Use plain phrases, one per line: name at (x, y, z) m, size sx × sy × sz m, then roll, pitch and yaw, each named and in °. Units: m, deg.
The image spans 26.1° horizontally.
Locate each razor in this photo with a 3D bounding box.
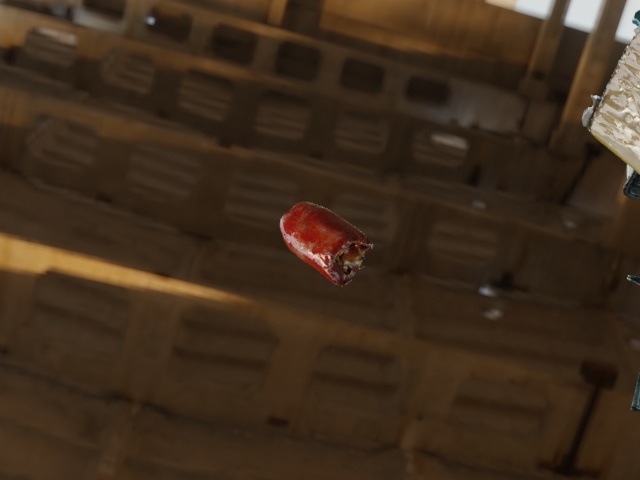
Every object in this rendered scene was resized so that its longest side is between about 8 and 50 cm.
razor at (0.347, 0.116, 1.462) m, size 0.066 × 0.190 × 0.033 m, roll 6°, pitch -139°, yaw 9°

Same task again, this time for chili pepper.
chili pepper at (0.000, 0.000, 1.698) m, size 0.070 × 0.073 × 0.123 m, roll -8°, pitch -153°, yaw -36°

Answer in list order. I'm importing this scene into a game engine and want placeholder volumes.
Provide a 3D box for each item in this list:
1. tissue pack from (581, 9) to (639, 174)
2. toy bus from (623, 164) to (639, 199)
tissue pack at (0.346, -0.060, 0.945) m, size 0.192 × 0.134 × 0.271 m, roll -17°, pitch -132°, yaw -30°
toy bus at (0.426, -0.077, 1.482) m, size 0.194 × 0.087 × 0.089 m, roll 12°, pitch -133°, yaw -6°
